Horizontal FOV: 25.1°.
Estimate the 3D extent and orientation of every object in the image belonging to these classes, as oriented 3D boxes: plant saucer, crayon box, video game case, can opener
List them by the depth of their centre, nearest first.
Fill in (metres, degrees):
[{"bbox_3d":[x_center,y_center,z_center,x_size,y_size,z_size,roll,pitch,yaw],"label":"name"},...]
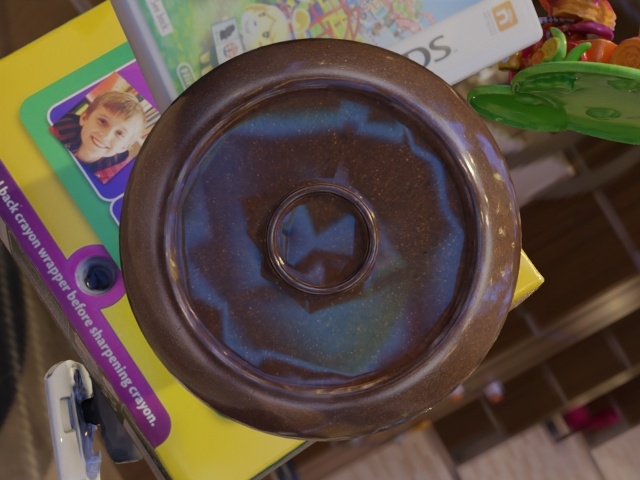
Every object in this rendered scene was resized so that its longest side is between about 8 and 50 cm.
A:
[{"bbox_3d":[0.000,0.000,0.587,0.168,0.168,0.029,57,1,-1],"label":"plant saucer"},{"bbox_3d":[-0.012,-0.152,0.653,0.023,0.193,0.212,4,-60,65],"label":"video game case"},{"bbox_3d":[-0.066,-0.024,1.098,0.363,0.313,0.106,56,-16,9],"label":"crayon box"},{"bbox_3d":[-0.190,0.242,1.286,0.076,0.095,0.283,2,78,-70],"label":"can opener"}]

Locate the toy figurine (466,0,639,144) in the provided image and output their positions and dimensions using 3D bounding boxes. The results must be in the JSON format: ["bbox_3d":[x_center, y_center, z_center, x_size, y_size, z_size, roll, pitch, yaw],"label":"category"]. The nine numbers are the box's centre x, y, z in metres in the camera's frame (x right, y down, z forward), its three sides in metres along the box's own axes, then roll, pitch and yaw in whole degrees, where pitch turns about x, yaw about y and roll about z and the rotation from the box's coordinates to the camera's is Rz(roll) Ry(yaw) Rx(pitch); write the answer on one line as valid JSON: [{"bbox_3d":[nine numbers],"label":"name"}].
[{"bbox_3d":[0.181,-0.153,0.886,0.130,0.173,0.159,23,76,-41],"label":"toy figurine"}]
